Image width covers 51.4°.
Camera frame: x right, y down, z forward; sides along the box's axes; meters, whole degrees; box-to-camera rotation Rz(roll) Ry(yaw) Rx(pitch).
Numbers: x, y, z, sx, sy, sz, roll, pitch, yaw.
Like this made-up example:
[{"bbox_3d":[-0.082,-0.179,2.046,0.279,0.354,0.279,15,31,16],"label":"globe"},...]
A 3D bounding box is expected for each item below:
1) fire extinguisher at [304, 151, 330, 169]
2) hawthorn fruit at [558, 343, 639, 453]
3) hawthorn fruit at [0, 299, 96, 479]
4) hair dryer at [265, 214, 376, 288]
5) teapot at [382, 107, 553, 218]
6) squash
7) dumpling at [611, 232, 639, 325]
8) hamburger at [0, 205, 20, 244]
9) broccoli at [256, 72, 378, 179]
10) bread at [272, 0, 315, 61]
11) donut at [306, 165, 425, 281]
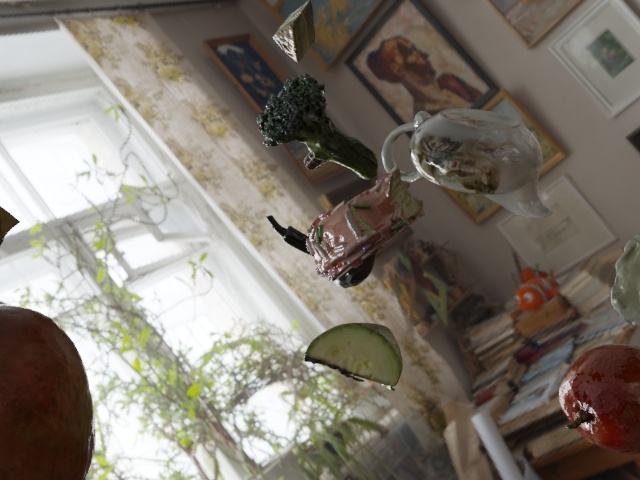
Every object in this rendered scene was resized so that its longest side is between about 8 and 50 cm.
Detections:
[{"bbox_3d":[0.009,-0.234,1.750,0.045,0.078,0.157,-30,-8,-34],"label":"fire extinguisher"},{"bbox_3d":[0.498,0.282,1.150,0.225,0.197,0.196,-12,-22,-35],"label":"hawthorn fruit"},{"bbox_3d":[-0.618,0.343,1.162,0.471,0.472,0.472,-38,-7,-6],"label":"hawthorn fruit"},{"bbox_3d":[0.000,0.000,1.467,0.236,0.271,0.091,117,171,-53],"label":"hair dryer"},{"bbox_3d":[0.233,-0.131,1.057,0.204,0.298,0.140,-24,-53,-45],"label":"teapot"},{"bbox_3d":[0.094,0.194,1.184,0.252,0.169,0.093,25,-99,-69],"label":"squash"},{"bbox_3d":[0.593,0.053,1.057,0.257,0.193,0.147,-1,8,2],"label":"dumpling"},{"bbox_3d":[-0.696,-0.018,1.192,0.262,0.243,0.138,-52,13,-33],"label":"hamburger"},{"bbox_3d":[0.016,-0.214,1.377,0.304,0.145,0.165,29,-77,-39],"label":"broccoli"},{"bbox_3d":[-0.037,-0.457,1.461,0.074,0.084,0.139,-54,19,-13],"label":"bread"},{"bbox_3d":[0.036,-0.010,0.684,0.117,0.065,0.166,-39,-6,28],"label":"donut"}]
